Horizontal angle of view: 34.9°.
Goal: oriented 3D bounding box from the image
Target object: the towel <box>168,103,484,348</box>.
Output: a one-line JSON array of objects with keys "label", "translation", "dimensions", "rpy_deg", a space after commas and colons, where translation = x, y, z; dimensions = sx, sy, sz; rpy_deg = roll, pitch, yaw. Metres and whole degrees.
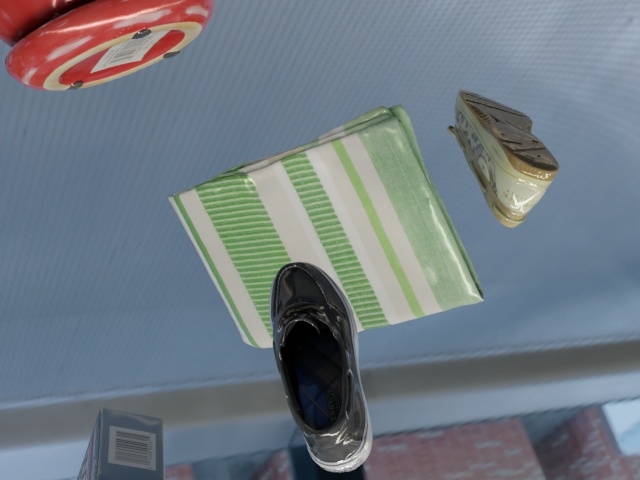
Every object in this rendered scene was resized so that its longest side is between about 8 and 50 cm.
[{"label": "towel", "translation": [0.000, 0.000, 1.202], "dimensions": [0.325, 0.248, 0.038], "rpy_deg": [-18, -164, 29]}]

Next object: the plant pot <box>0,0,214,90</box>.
[{"label": "plant pot", "translation": [-0.187, -0.217, 0.779], "dimensions": [0.191, 0.174, 0.191], "rpy_deg": [-21, 180, 0]}]

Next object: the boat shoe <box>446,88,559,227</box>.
[{"label": "boat shoe", "translation": [0.217, -0.116, 1.294], "dimensions": [0.105, 0.285, 0.089], "rpy_deg": [17, 114, -10]}]

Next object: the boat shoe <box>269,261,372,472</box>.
[{"label": "boat shoe", "translation": [-0.009, 0.096, 0.918], "dimensions": [0.080, 0.228, 0.076], "rpy_deg": [-17, 139, 8]}]

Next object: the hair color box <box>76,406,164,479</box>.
[{"label": "hair color box", "translation": [-0.362, 0.485, 1.685], "dimensions": [0.114, 0.185, 0.374], "rpy_deg": [14, 115, -16]}]
